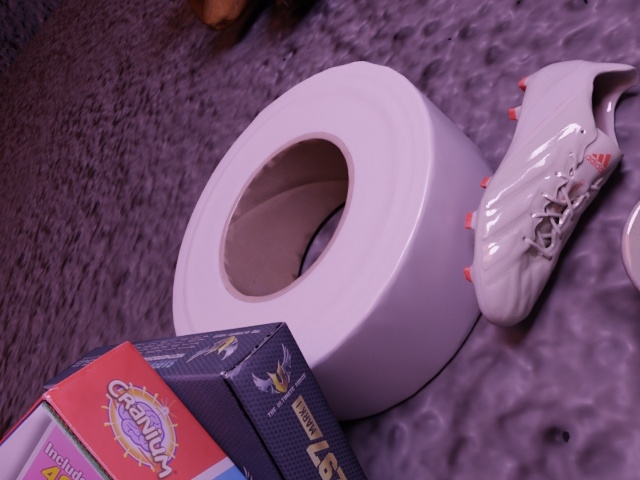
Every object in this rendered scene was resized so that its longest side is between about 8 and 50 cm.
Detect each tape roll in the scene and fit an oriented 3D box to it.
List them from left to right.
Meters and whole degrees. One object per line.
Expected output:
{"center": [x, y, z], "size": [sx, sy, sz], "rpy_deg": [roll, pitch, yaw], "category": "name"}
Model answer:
{"center": [0.000, 0.000, 0.499], "size": [0.286, 0.100, 0.286], "rpy_deg": [-26, 49, 34], "category": "tape roll"}

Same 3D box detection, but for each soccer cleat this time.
{"center": [0.150, -0.037, 0.387], "size": [0.076, 0.068, 0.196], "rpy_deg": [3, 66, 45], "category": "soccer cleat"}

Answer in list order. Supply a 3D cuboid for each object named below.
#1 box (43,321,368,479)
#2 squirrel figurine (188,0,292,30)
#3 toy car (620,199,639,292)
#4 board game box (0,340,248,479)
{"center": [-0.078, 0.156, 0.419], "size": [0.233, 0.183, 0.059], "rpy_deg": [-14, 17, 41], "category": "box"}
{"center": [-0.099, -0.488, 0.802], "size": [0.371, 0.281, 0.396], "rpy_deg": [26, 89, 46], "category": "squirrel figurine"}
{"center": [0.227, -0.025, 0.252], "size": [0.136, 0.159, 0.181], "rpy_deg": [27, 86, 16], "category": "toy car"}
{"center": [-0.145, 0.245, 0.382], "size": [0.316, 0.242, 0.064], "rpy_deg": [-41, -1, 28], "category": "board game box"}
